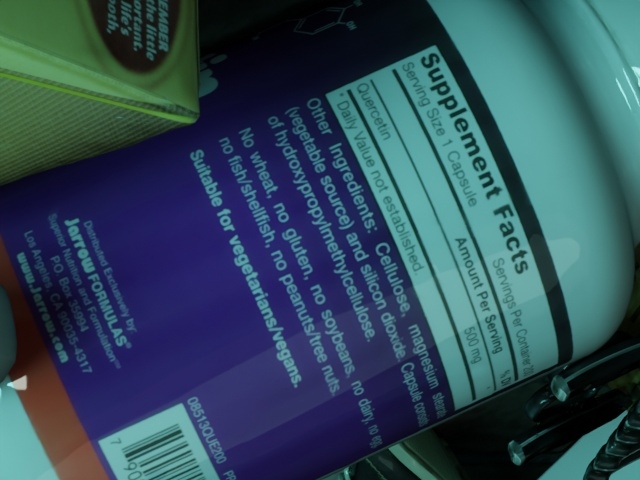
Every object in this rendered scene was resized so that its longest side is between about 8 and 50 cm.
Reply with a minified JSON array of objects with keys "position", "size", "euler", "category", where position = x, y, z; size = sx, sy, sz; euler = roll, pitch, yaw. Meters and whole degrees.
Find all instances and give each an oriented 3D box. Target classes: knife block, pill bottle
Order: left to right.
[{"position":[0.000,0.000,0.724],"size":[0.323,0.181,0.181],"euler":[-25,150,-4],"category":"pill bottle"},{"position":[0.183,0.012,0.963],"size":[0.242,0.276,0.088],"euler":[21,139,-4],"category":"knife block"}]

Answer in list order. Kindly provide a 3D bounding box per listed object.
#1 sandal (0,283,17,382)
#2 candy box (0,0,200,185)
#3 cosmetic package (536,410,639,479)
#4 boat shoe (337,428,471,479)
[{"position":[-0.311,0.021,0.581],"size":[0.416,0.102,0.169],"euler":[-2,169,-7],"category":"sandal"},{"position":[-0.201,-0.087,0.461],"size":[0.182,0.088,0.316],"euler":[-13,160,34],"category":"candy box"},{"position":[0.199,0.219,1.251],"size":[0.284,0.097,0.377],"euler":[-19,154,-50],"category":"cosmetic package"},{"position":[0.051,0.156,1.109],"size":[0.079,0.084,0.233],"euler":[-29,153,3],"category":"boat shoe"}]
